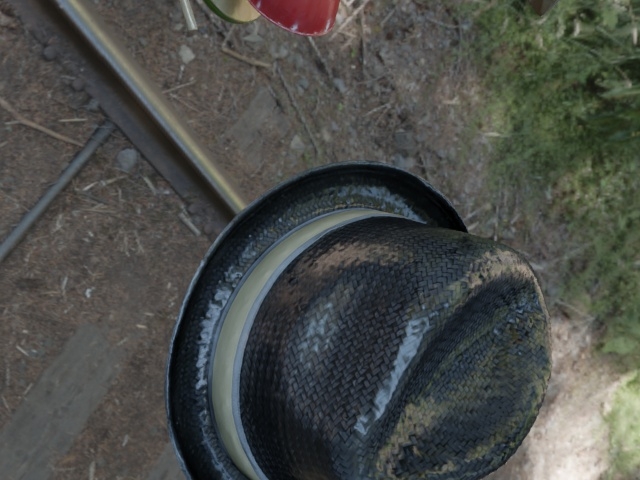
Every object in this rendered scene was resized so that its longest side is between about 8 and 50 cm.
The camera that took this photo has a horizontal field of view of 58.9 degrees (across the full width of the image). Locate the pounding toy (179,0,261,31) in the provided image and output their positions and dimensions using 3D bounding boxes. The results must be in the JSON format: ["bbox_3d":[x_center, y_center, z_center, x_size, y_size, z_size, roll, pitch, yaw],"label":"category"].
[{"bbox_3d":[-0.205,-0.471,1.014,0.237,0.110,0.183,-37,121,-44],"label":"pounding toy"}]

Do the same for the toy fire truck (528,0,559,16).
[{"bbox_3d":[0.264,-0.448,0.780,0.246,0.217,0.158,16,82,-19],"label":"toy fire truck"}]

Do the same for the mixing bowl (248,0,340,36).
[{"bbox_3d":[-0.033,-0.436,0.925,0.181,0.098,0.181,16,53,-22],"label":"mixing bowl"}]

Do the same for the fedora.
[{"bbox_3d":[0.061,0.086,0.428,0.334,0.152,0.334,2,87,-35],"label":"fedora"}]
